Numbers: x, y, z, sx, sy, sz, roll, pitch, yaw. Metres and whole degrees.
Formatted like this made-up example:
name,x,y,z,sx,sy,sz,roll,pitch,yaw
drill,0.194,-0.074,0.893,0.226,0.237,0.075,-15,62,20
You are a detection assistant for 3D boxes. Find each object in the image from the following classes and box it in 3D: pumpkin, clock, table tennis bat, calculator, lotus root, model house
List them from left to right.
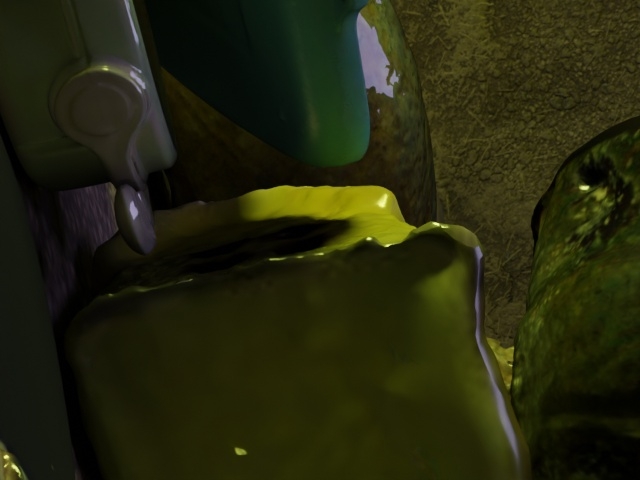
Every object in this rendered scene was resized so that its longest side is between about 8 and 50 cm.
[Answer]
name,x,y,z,sx,sy,sz,roll,pitch,yaw
table tennis bat,-0.090,0.044,0.399,0.154,0.021,0.274,77,-3,-54
clock,-0.102,-0.088,0.588,0.151,0.062,0.191,-121,-163,-80
calculator,-0.080,-0.182,0.668,0.386,0.054,0.256,43,-27,47
lotus root,-0.034,-0.093,1.161,0.250,0.250,0.346,-105,176,-49
model house,-0.006,0.077,0.657,0.234,0.174,0.193,-92,168,-79
pumpkin,0.160,0.114,0.668,0.325,0.242,0.232,79,25,-44

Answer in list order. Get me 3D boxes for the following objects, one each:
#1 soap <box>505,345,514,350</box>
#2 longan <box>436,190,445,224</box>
name,x,y,z,sx,sy,sz,roll,pitch,yaw
soap,0.088,0.202,0.796,0.339,0.304,0.169,-106,178,-61
longan,0.003,-0.001,1.597,0.297,0.297,0.297,166,-90,-89
